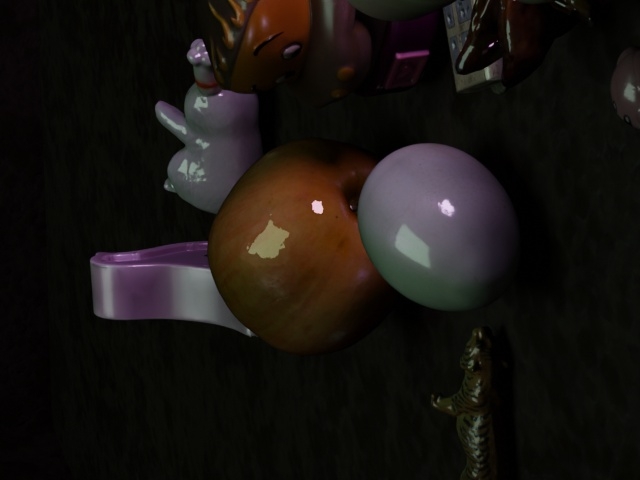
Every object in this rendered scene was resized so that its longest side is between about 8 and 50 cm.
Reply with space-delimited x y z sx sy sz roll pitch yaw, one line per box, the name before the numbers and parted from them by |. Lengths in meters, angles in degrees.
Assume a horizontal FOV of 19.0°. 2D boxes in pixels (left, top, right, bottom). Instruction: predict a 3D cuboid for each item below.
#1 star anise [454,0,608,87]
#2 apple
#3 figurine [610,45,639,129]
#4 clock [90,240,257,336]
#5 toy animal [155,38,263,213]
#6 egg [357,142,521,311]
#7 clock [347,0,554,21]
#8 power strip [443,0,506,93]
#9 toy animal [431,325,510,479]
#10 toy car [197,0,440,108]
star anise | 0.203 -0.245 1.664 0.272 0.102 0.272 -31 50 46
apple | 0.000 0.000 2.173 0.241 0.242 0.242 -36 63 55
figurine | 0.268 -0.124 1.550 0.067 0.071 0.083 -36 65 22
clock | -0.150 0.064 2.539 0.290 0.275 0.080 -160 66 -65
toy animal | -0.139 -0.173 2.610 0.138 0.141 0.282 44 143 47
egg | 0.120 -0.010 1.901 0.209 0.151 0.151 -123 30 -48
clock | 0.147 -0.318 1.433 0.114 0.309 0.284 161 100 -73
power strip | 0.143 -0.275 1.890 0.092 0.034 0.268 168 92 -72
toy animal | 0.163 0.202 2.021 0.099 0.057 0.241 -153 56 -67
toy car | -0.022 -0.299 2.042 0.271 0.240 0.340 111 146 -55
